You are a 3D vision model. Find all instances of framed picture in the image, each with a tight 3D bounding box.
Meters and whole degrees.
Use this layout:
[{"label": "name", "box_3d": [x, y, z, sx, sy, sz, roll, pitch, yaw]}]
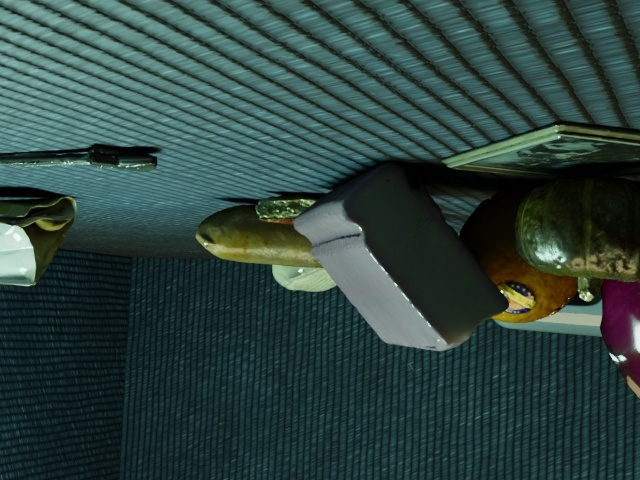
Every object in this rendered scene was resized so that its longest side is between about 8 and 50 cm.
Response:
[{"label": "framed picture", "box_3d": [0.307, -0.097, 1.173, 0.232, 0.019, 0.296, 4, 175, -16]}]

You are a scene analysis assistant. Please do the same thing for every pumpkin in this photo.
[{"label": "pumpkin", "box_3d": [0.360, -0.001, 1.276, 0.219, 0.162, 0.219, 4, 177, 0]}]

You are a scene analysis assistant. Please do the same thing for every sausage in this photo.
[{"label": "sausage", "box_3d": [-0.001, -0.001, 1.937, 0.500, 0.123, 0.136, 5, -153, -17]}]

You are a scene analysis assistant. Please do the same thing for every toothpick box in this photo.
[{"label": "toothpick box", "box_3d": [0.546, 0.111, 2.355, 0.354, 0.263, 0.263, 3, 176, 16]}]

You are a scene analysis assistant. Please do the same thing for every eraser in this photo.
[{"label": "eraser", "box_3d": [0.105, 0.033, 1.484, 0.122, 0.272, 0.359, -38, -175, -11]}]

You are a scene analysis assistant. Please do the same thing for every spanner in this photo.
[{"label": "spanner", "box_3d": [-0.361, -0.113, 1.376, 0.325, 0.026, 0.093, 2, 177, 30]}]

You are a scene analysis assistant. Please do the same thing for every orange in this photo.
[{"label": "orange", "box_3d": [0.306, 0.021, 1.500, 0.193, 0.219, 0.219, 35, 177, 3]}]

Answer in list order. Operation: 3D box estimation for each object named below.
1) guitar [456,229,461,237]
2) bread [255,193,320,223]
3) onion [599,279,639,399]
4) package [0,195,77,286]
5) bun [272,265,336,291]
[{"label": "guitar", "box_3d": [0.347, -0.023, 2.026, 0.083, 0.038, 0.271, 5, 173, -21]}, {"label": "bread", "box_3d": [-0.023, -0.054, 1.745, 0.136, 0.054, 0.154, 2, -178, 31]}, {"label": "onion", "box_3d": [0.709, 0.102, 1.672, 0.398, 0.398, 0.420, 6, 153, -43]}, {"label": "package", "box_3d": [-0.672, -0.043, 1.914, 0.311, 0.221, 0.165, 3, 137, 17]}, {"label": "bun", "box_3d": [0.005, 0.025, 2.128, 0.239, 0.141, 0.239, -15, 161, -5]}]
